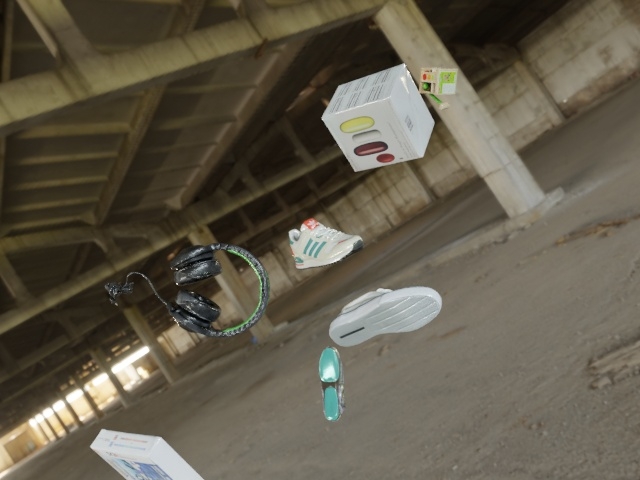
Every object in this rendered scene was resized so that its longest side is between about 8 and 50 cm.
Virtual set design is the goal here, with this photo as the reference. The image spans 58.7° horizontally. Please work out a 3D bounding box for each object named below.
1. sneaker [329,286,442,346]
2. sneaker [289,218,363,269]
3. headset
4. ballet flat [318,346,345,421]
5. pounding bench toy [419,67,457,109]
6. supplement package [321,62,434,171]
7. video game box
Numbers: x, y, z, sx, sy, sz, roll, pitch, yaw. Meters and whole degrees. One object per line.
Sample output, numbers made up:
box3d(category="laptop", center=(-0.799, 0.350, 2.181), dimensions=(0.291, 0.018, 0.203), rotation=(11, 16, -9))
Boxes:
box3d(category="sneaker", center=(0.125, 0.131, 1.130), dimensions=(0.258, 0.094, 0.091), rotation=(-23, 28, 35))
box3d(category="sneaker", center=(0.000, 0.000, 0.918), dimensions=(0.057, 0.075, 0.161), rotation=(-27, 7, -36))
box3d(category="headset", center=(-0.332, 0.126, 1.463), dimensions=(0.395, 0.243, 0.185), rotation=(1, -3, 5))
box3d(category="ballet flat", center=(0.020, 0.222, 0.890), dimensions=(0.041, 0.114, 0.041), rotation=(-2, -4, 0))
box3d(category="pounding bench toy", center=(0.243, -0.320, 1.197), dimensions=(0.052, 0.083, 0.065), rotation=(-9, 21, -28))
box3d(category="supplement package", center=(0.151, -0.310, 1.469), dimensions=(0.203, 0.194, 0.149), rotation=(-8, 43, 37))
box3d(category="video game box", center=(-0.317, 0.447, 1.099), dimensions=(0.187, 0.205, 0.048), rotation=(-8, 36, 39))
